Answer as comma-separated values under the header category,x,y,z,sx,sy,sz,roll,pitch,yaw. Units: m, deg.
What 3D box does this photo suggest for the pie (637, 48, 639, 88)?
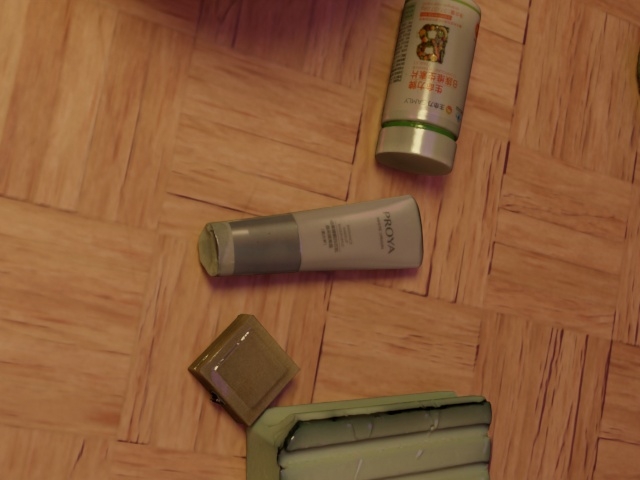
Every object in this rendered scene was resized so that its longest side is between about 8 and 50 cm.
category,x,y,z,sx,sy,sz,roll,pitch,yaw
pie,0.556,-0.254,1.342,0.296,0.078,0.371,41,69,-22

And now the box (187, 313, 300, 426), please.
category,x,y,z,sx,sy,sz,roll,pitch,yaw
box,-0.076,0.128,1.003,0.083,0.035,0.079,-45,108,-22

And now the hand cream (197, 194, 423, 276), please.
category,x,y,z,sx,sy,sz,roll,pitch,yaw
hand cream,0.000,0.000,1.042,0.255,0.048,0.079,-6,89,-29

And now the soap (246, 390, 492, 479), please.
category,x,y,z,sx,sy,sz,roll,pitch,yaw
soap,0.054,0.236,1.041,0.261,0.094,0.150,0,93,-30

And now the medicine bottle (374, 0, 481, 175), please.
category,x,y,z,sx,sy,sz,roll,pitch,yaw
medicine bottle,0.116,-0.168,1.093,0.086,0.086,0.183,16,79,-27
